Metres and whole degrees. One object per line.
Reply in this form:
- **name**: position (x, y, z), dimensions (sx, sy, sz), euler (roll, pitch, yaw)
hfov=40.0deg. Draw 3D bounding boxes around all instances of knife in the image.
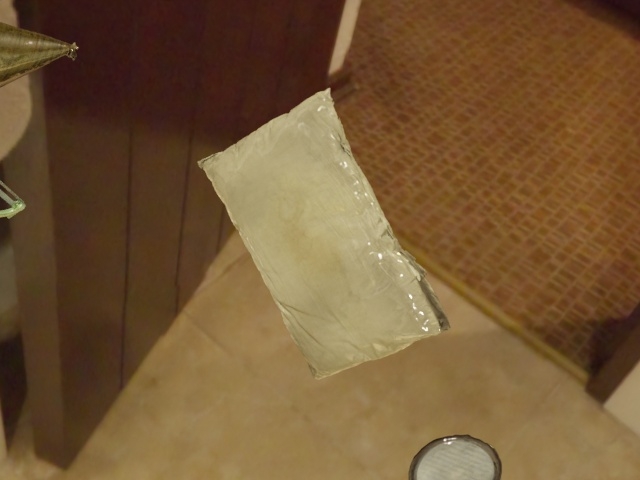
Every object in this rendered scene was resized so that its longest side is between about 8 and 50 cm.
- **knife**: position (-0.380, -0.017, 0.865), dimensions (0.166, 0.078, 0.022), euler (-23, 55, 2)

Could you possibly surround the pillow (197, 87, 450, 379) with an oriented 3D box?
- **pillow**: position (0.000, 0.000, 0.755), dimensions (0.229, 0.148, 0.050), euler (63, 26, 3)

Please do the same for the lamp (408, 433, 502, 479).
- **lamp**: position (0.046, 0.308, 0.557), dimensions (0.130, 0.108, 0.371), euler (-5, 43, 23)

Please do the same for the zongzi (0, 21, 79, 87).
- **zongzi**: position (-0.410, -0.162, 0.951), dimensions (0.242, 0.221, 0.112), euler (0, 62, -34)
